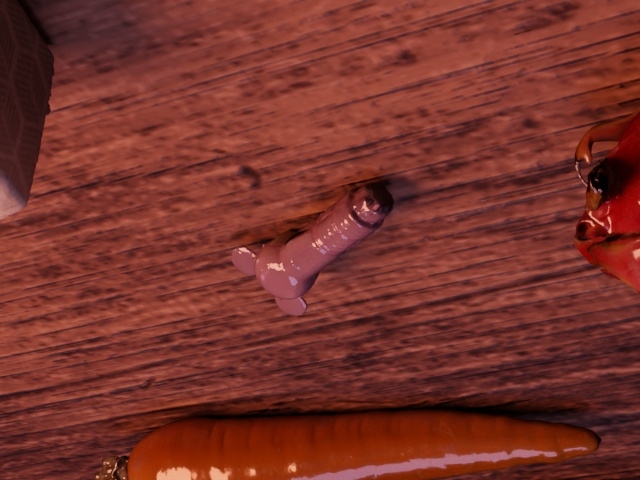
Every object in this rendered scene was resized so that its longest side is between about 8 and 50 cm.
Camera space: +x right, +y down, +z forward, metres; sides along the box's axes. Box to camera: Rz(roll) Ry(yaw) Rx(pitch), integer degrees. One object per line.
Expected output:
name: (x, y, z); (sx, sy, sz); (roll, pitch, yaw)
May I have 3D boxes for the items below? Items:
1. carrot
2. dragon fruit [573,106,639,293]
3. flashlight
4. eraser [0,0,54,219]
carrot: (0.009, 0.136, 1.077); (0.336, 0.069, 0.069); (-8, 146, 18)
dragon fruit: (0.182, -0.018, 0.732); (0.136, 0.133, 0.166); (50, 152, -16)
flashlight: (0.000, 0.000, 0.883); (0.052, 0.031, 0.110); (44, 135, -10)
eraser: (-0.220, -0.149, 0.615); (0.096, 0.098, 0.404); (-4, 148, 15)
